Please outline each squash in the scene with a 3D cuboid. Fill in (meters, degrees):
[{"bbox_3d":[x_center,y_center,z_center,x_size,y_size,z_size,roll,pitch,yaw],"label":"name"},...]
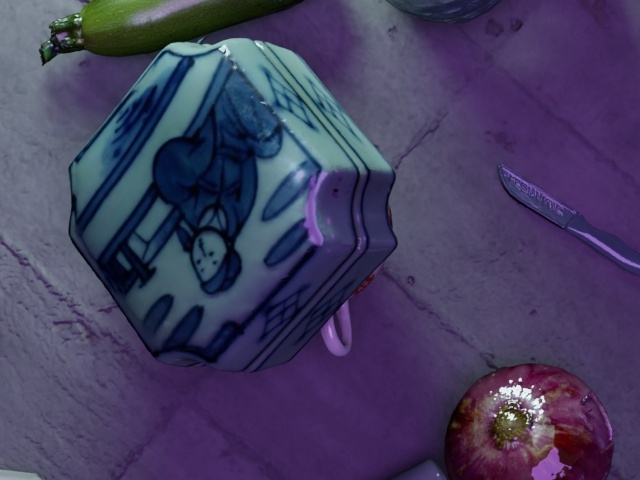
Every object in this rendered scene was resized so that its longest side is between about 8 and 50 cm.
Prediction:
[{"bbox_3d":[-0.139,-0.249,1.491,0.332,0.087,0.087,-18,92,-2],"label":"squash"}]

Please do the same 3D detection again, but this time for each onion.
[{"bbox_3d":[0.214,0.214,1.485,0.177,0.177,0.153,-11,133,-4],"label":"onion"}]

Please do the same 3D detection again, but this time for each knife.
[{"bbox_3d":[0.276,-0.019,1.558,0.210,0.015,0.028,31,95,-3],"label":"knife"}]

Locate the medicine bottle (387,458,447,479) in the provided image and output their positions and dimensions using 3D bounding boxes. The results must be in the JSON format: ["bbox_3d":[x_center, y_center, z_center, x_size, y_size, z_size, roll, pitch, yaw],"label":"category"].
[{"bbox_3d":[0.080,0.293,1.515,0.130,0.080,0.080,-26,93,-2],"label":"medicine bottle"}]

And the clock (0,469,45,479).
[{"bbox_3d":[-0.371,0.338,1.492,0.150,0.063,0.197,8,90,-4],"label":"clock"}]

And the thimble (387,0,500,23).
[{"bbox_3d":[0.125,-0.349,1.440,0.205,0.172,0.250,14,90,19],"label":"thimble"}]

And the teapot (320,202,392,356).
[{"bbox_3d":[0.000,0.000,1.478,0.159,0.116,0.245,-19,74,5],"label":"teapot"}]

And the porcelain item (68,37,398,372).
[{"bbox_3d":[-0.092,-0.035,1.393,0.281,0.157,0.286,-46,67,24],"label":"porcelain item"}]
